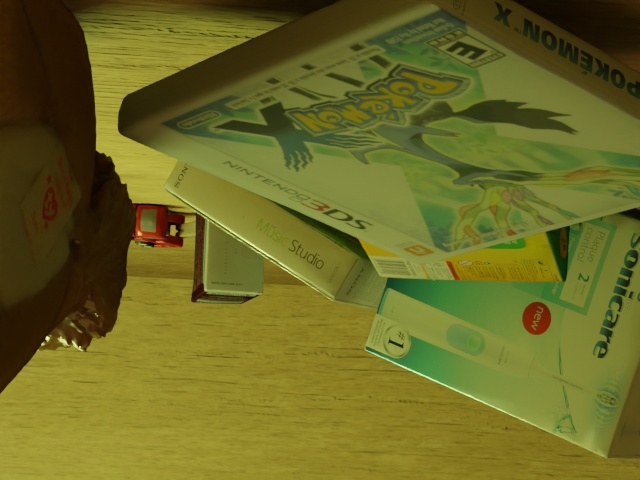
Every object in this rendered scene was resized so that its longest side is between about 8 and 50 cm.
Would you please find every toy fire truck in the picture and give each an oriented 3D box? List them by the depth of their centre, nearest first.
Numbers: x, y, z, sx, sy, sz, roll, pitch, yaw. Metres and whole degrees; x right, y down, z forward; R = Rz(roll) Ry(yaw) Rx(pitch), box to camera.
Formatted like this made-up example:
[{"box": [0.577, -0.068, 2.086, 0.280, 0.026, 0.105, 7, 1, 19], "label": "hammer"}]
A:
[{"box": [-0.181, -0.014, 2.497, 0.135, 0.047, 0.192, 1, 173, 13], "label": "toy fire truck"}]

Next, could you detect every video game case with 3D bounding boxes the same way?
[{"box": [0.073, -0.071, 1.274, 0.300, 0.036, 0.329, 23, 154, -35], "label": "video game case"}]

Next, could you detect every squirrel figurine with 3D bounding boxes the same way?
[{"box": [-0.336, -0.039, 1.265, 0.371, 0.281, 0.397, 8, 174, 18], "label": "squirrel figurine"}]

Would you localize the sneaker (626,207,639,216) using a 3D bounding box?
[{"box": [0.222, -0.014, 1.993, 0.272, 0.108, 0.100, 1, 172, 7], "label": "sneaker"}]

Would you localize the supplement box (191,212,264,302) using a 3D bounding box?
[{"box": [-0.113, 0.008, 2.272, 0.073, 0.130, 0.239, 3, 175, -8], "label": "supplement box"}]

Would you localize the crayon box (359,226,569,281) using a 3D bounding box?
[{"box": [0.103, -0.049, 1.491, 0.165, 0.081, 0.278, 2, 159, 15], "label": "crayon box"}]

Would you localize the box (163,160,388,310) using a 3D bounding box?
[{"box": [0.000, 0.000, 1.992, 0.232, 0.058, 0.322, 33, -174, 24], "label": "box"}]

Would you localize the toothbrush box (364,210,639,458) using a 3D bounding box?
[{"box": [0.217, 0.060, 1.785, 0.296, 0.216, 0.126, 23, -172, 36], "label": "toothbrush box"}]
